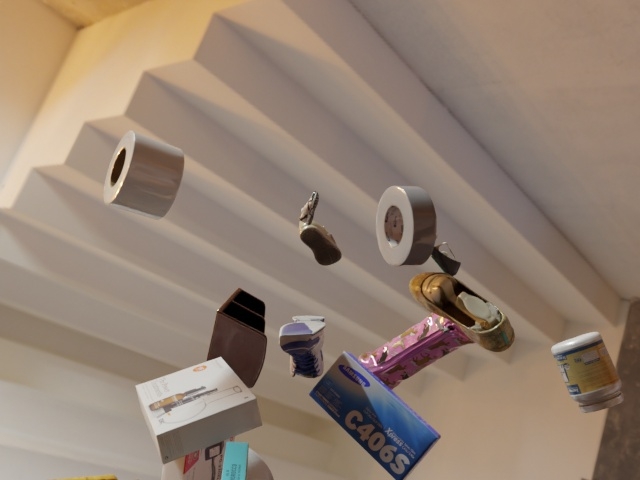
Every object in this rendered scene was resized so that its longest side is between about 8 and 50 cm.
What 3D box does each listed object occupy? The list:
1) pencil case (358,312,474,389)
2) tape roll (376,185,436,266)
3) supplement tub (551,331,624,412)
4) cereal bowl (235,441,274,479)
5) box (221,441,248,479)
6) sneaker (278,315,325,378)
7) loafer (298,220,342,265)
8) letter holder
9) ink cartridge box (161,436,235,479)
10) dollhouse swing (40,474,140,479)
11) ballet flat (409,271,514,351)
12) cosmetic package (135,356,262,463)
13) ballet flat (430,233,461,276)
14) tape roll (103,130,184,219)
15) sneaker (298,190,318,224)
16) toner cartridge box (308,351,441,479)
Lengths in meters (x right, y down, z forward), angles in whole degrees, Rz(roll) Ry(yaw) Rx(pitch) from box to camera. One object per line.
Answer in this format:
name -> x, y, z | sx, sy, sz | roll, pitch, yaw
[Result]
pencil case -> 0.305, 0.343, 2.031 | 0.386, 0.160, 0.167 | -36, -57, 24
tape roll -> 0.229, -0.039, 1.737 | 0.072, 0.219, 0.219 | -2, -6, -21
supplement tub -> 0.766, 0.376, 1.829 | 0.144, 0.200, 0.144 | -19, -12, -4
cereal bowl -> -0.345, 0.917, 2.355 | 0.339, 0.339, 0.141 | 16, 22, 16
box -> -0.215, 0.619, 1.578 | 0.060, 0.101, 0.244 | 4, 24, -4
sneaker -> -0.039, 0.329, 1.900 | 0.127, 0.182, 0.315 | -2, 0, 6
loafer -> 0.000, 0.000, 2.306 | 0.102, 0.092, 0.268 | -22, -36, 10
letter holder -> -0.271, 0.364, 2.333 | 0.214, 0.152, 0.302 | 27, -51, 11
ink cartridge box -> -0.391, 0.705, 2.070 | 0.100, 0.172, 0.237 | 8, 1, 31
dollhouse swing -> -0.555, 0.748, 1.424 | 0.346, 0.315, 0.305 | 8, 5, -31
ballet flat -> 0.356, 0.157, 1.662 | 0.348, 0.123, 0.123 | 39, 2, 43
cosmetic package -> -0.367, 0.481, 1.874 | 0.284, 0.097, 0.377 | -14, 14, -22
ballet flat -> 0.334, 0.020, 1.883 | 0.203, 0.074, 0.074 | 44, -15, 1
tape roll -> -0.558, -0.204, 2.016 | 0.169, 0.246, 0.246 | 18, -11, -33
sneaker -> -0.037, -0.105, 2.001 | 0.043, 0.109, 0.040 | 19, -1, 18
toner cartridge box -> 0.148, 0.486, 1.781 | 0.348, 0.165, 0.075 | 39, 0, 22
